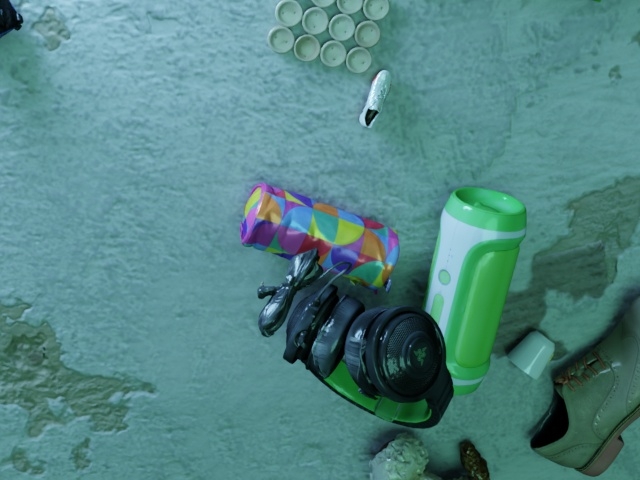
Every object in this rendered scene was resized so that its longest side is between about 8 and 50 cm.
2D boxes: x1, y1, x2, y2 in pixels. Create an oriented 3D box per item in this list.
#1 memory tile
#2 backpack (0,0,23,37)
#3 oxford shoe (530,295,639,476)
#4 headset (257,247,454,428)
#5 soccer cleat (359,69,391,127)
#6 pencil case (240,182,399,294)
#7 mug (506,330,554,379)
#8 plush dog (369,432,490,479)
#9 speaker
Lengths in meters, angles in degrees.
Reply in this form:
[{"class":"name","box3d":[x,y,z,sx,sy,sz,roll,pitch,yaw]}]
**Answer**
[{"class":"memory tile","box3d":[0.010,-0.288,1.124,0.148,0.012,0.113,12,112,-14]},{"class":"backpack","box3d":[-0.433,-0.274,1.008,0.084,0.114,0.105,-14,119,20]},{"class":"oxford shoe","box3d":[0.454,0.231,1.367,0.130,0.123,0.348,15,110,-9]},{"class":"headset","box3d":[0.037,0.159,1.171,0.185,0.243,0.394,-56,140,-27]},{"class":"soccer cleat","box3d":[0.078,-0.193,1.164,0.029,0.035,0.083,20,110,-16]},{"class":"pencil case","box3d":[0.000,0.000,1.207,0.236,0.104,0.104,22,109,-16]},{"class":"mug","box3d":[0.345,0.181,1.369,0.062,0.078,0.064,37,97,12]},{"class":"plush dog","box3d":[0.202,0.464,1.412,0.225,0.210,0.262,-5,117,-32]},{"class":"speaker","box3d":[0.217,0.077,1.257,0.131,0.131,0.296,5,113,-11]}]
